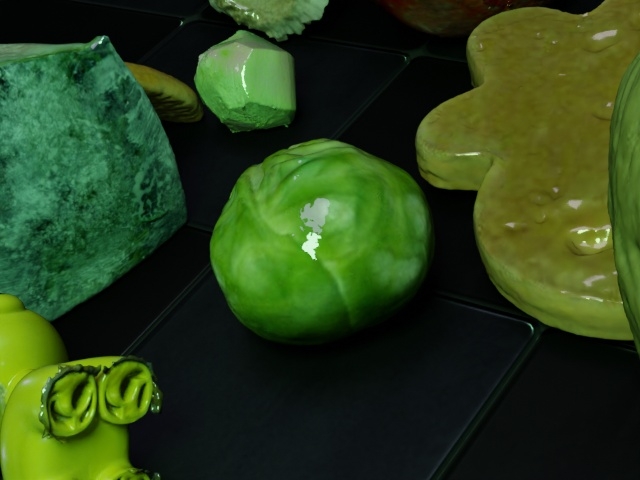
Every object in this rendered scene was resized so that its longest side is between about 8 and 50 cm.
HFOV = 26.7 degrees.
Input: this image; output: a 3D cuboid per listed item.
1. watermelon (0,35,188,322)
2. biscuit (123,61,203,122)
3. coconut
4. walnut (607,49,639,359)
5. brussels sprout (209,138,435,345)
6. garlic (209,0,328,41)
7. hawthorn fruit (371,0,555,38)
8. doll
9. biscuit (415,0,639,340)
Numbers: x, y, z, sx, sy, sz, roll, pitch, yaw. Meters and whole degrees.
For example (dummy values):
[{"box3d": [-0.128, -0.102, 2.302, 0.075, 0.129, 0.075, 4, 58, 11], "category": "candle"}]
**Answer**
[{"box3d": [-0.306, -0.042, 0.969, 0.387, 0.228, 0.258, -18, 28, -11], "category": "watermelon"}, {"box3d": [-0.214, -0.111, 1.069, 0.224, 0.144, 0.033, -8, 76, 6], "category": "biscuit"}, {"box3d": [-0.060, -0.127, 1.070, 0.082, 0.081, 0.083, -9, -6, 11], "category": "coconut"}, {"box3d": [0.254, -0.003, 0.642, 0.227, 0.283, 0.283, -12, 35, -18], "category": "walnut"}, {"box3d": [0.000, -0.003, 0.860, 0.155, 0.117, 0.155, -10, 48, 11], "category": "brussels sprout"}, {"box3d": [0.000, -0.267, 1.192, 0.256, 0.207, 0.207, 13, 36, -13], "category": "garlic"}, {"box3d": [0.134, -0.244, 1.080, 0.235, 0.181, 0.181, 12, 30, -24], "category": "hawthorn fruit"}, {"box3d": [-0.197, 0.099, 0.818, 0.220, 0.135, 0.143, 10, 12, 38], "category": "doll"}, {"box3d": [0.204, -0.063, 0.912, 0.275, 0.052, 0.355, -13, 39, 6], "category": "biscuit"}]
